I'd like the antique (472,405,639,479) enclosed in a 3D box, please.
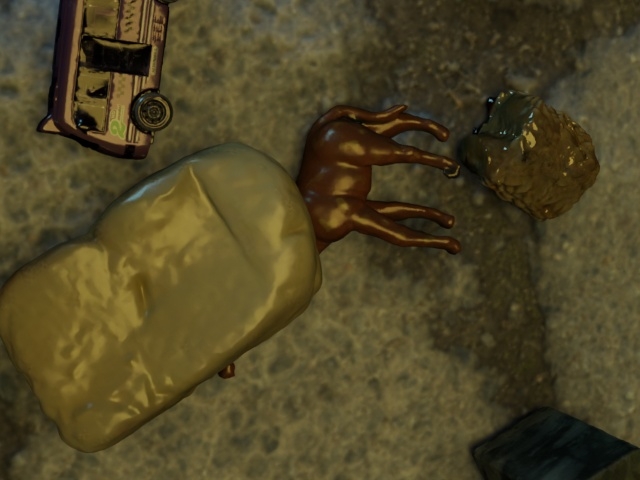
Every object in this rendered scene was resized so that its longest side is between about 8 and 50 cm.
[{"bbox_3d":[0.208,0.210,1.320,0.086,0.183,0.088,-29,105,-13],"label":"antique"}]

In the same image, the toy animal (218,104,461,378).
[{"bbox_3d":[0.000,0.000,1.294,0.230,0.066,0.224,-1,91,-5],"label":"toy animal"}]

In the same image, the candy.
[{"bbox_3d":[0.181,-0.075,1.343,0.110,0.085,0.095,37,92,-29],"label":"candy"}]

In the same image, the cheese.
[{"bbox_3d":[-0.122,0.038,1.224,0.263,0.093,0.159,-34,91,1],"label":"cheese"}]

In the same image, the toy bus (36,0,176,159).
[{"bbox_3d":[-0.163,-0.155,1.218,0.098,0.087,0.178,6,91,-16],"label":"toy bus"}]
